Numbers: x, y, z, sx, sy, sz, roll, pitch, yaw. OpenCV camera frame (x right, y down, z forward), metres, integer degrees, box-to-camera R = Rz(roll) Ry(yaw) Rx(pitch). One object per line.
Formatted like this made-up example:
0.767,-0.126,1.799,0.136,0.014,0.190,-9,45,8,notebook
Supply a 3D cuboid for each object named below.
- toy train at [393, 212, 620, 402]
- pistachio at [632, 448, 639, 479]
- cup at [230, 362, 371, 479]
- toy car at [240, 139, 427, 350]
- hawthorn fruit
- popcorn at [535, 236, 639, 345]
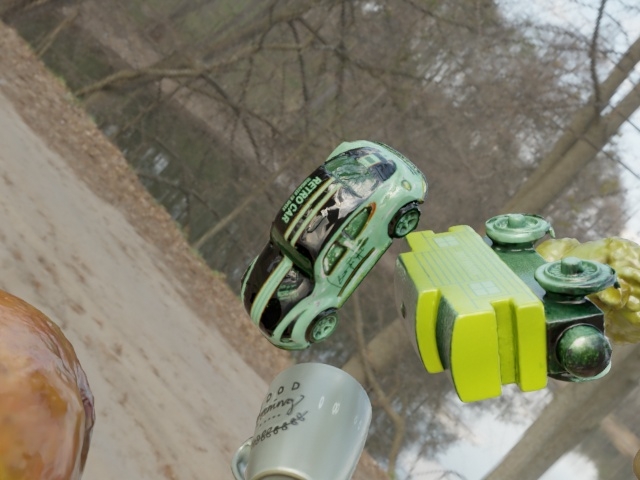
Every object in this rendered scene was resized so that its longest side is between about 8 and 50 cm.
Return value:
0.255,0.088,1.211,0.442,0.272,0.179,-108,-170,-72,toy train
0.627,0.368,1.339,0.131,0.206,0.129,59,21,-25,pistachio
-0.055,0.358,1.333,0.186,0.258,0.234,52,29,-16,cup
0.000,0.000,1.046,0.136,0.306,0.125,43,7,33,toy car
-0.506,0.243,0.985,0.472,0.472,0.472,43,5,-5,hawthorn fruit
0.559,0.103,1.574,0.286,0.174,0.225,6,-37,51,popcorn
